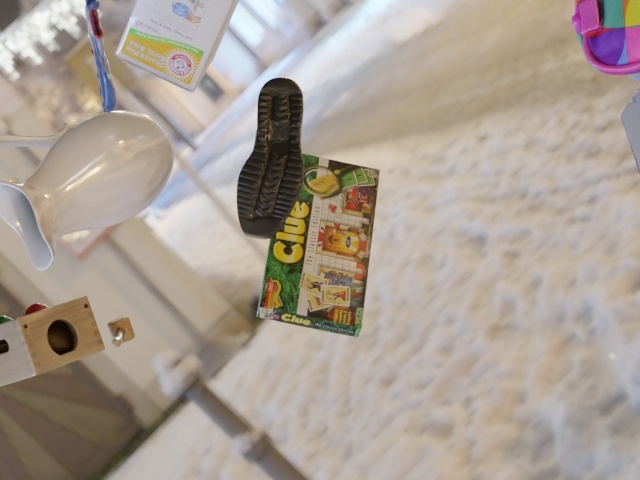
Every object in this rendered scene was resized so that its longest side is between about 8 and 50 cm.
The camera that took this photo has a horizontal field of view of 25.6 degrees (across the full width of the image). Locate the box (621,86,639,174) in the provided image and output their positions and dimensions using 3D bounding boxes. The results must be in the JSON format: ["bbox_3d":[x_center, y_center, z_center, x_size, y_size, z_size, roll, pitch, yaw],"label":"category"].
[{"bbox_3d":[0.437,-0.115,1.651,0.126,0.137,0.072,-95,29,-45],"label":"box"}]

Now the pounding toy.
[{"bbox_3d":[-0.354,0.122,1.970,0.181,0.094,0.206,-19,1,42],"label":"pounding toy"}]

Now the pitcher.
[{"bbox_3d":[-0.289,-0.084,1.620,0.207,0.178,0.125,-36,-14,-35],"label":"pitcher"}]

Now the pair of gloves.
[{"bbox_3d":[-0.286,-0.262,1.820,0.023,0.198,0.159,-10,-34,-10],"label":"pair of gloves"}]

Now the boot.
[{"bbox_3d":[-0.053,-0.082,1.722,0.137,0.077,0.197,91,-168,-74],"label":"boot"}]

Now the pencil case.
[{"bbox_3d":[0.273,-0.154,1.080,0.104,0.104,0.236,-41,-24,20],"label":"pencil case"}]

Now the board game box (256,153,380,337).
[{"bbox_3d":[0.000,0.000,1.855,0.030,0.136,0.259,105,174,-55],"label":"board game box"}]

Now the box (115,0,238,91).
[{"bbox_3d":[-0.145,-0.294,1.631,0.114,0.103,0.203,-73,9,-62],"label":"box"}]
